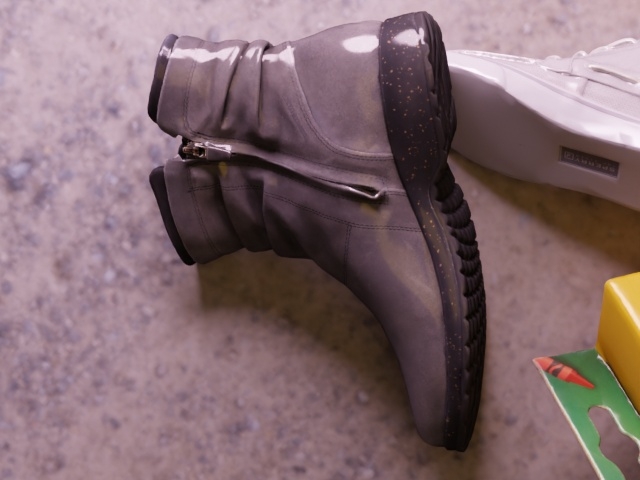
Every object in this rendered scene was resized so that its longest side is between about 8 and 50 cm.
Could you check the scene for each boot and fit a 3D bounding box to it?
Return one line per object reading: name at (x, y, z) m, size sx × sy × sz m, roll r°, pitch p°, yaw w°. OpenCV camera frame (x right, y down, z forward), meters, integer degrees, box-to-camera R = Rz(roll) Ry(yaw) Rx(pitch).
boot at (0.000, 0.000, 1.330) m, size 0.222 × 0.118 × 0.338 m, roll -7°, pitch 100°, yaw 12°
boot at (0.200, -0.107, 1.354) m, size 0.258 × 0.095 × 0.123 m, roll 23°, pitch 52°, yaw 13°

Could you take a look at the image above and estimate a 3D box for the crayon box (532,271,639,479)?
crayon box at (0.338, 0.097, 1.274) m, size 0.318 × 0.081 × 0.202 m, roll -13°, pitch 46°, yaw -14°
